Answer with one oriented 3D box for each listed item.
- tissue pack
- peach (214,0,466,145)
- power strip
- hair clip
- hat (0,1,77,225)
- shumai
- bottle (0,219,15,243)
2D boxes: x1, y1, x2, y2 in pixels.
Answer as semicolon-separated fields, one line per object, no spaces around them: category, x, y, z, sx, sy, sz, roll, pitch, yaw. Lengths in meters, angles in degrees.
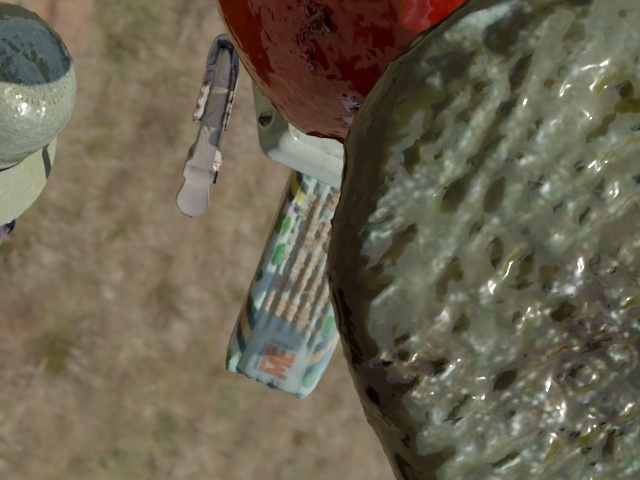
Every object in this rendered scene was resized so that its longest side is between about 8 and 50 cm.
tissue pack;0.000;0.000;1.969;0.228;0.128;0.311;-69;-179;-69
peach;0.080;-0.216;1.291;0.370;0.370;0.370;24;90;-80
power strip;0.028;-0.104;1.619;0.270;0.046;0.118;23;54;-46
hair clip;-0.097;-0.120;1.529;0.226;0.034;0.072;107;-1;-48
hat;-0.302;-0.147;1.537;0.130;0.257;0.257;-16;-151;39
shumai;0.159;0.017;1.088;0.323;0.324;0.397;-125;-164;-78
bottle;-0.463;0.013;1.915;0.236;0.147;0.147;-37;168;-2
